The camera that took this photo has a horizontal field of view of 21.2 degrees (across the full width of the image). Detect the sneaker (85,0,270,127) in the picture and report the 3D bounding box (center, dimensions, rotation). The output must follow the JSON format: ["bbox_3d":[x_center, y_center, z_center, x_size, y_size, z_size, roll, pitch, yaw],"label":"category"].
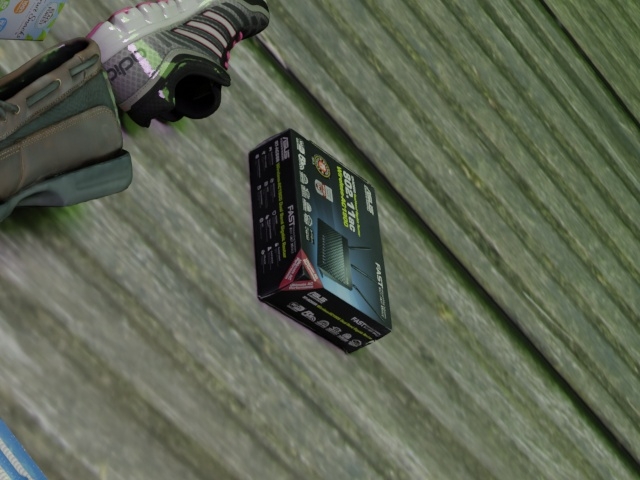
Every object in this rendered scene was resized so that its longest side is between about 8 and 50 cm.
[{"bbox_3d":[-0.080,-0.112,1.059,0.170,0.063,0.075,-29,90,-56],"label":"sneaker"}]

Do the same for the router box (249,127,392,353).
[{"bbox_3d":[0.000,0.000,1.112,0.092,0.038,0.122,34,39,-42],"label":"router box"}]

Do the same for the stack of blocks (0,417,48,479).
[{"bbox_3d":[-0.233,0.117,0.585,0.171,0.087,0.297,55,29,-13],"label":"stack of blocks"}]

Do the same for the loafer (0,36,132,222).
[{"bbox_3d":[-0.174,-0.050,0.803,0.267,0.096,0.084,-22,111,-69],"label":"loafer"}]

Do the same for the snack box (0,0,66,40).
[{"bbox_3d":[-0.207,-0.157,0.863,0.141,0.037,0.100,45,26,21],"label":"snack box"}]
